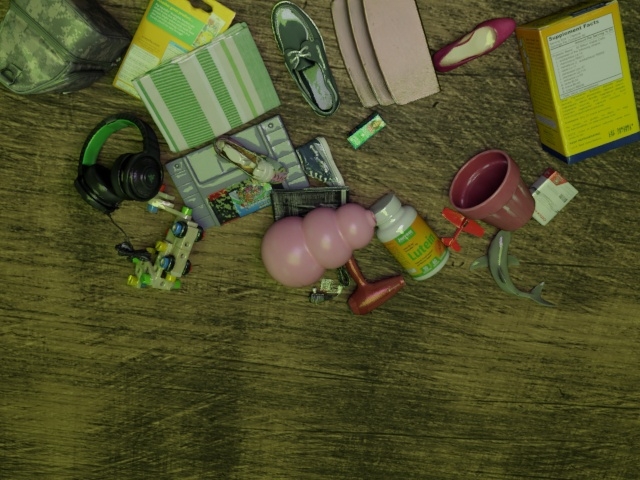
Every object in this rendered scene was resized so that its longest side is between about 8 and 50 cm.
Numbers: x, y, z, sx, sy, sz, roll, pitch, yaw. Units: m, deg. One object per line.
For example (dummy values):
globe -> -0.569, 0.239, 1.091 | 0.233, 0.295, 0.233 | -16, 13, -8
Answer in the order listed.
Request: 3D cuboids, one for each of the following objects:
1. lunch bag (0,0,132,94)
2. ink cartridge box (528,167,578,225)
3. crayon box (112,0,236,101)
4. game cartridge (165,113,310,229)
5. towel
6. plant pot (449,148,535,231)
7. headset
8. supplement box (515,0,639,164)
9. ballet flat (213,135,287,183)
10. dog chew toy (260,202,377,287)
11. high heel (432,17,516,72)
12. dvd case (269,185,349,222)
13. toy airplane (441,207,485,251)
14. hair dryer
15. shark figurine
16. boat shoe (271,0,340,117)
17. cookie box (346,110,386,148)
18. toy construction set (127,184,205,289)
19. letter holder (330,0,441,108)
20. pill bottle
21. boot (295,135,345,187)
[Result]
lunch bag -> -0.638, -0.473, 1.449 | 0.256, 0.305, 0.212 | -43, 102, 10
ink cartridge box -> 0.654, -0.127, 1.714 | 0.099, 0.056, 0.135 | 39, 105, -13
crayon box -> -0.377, -0.500, 1.552 | 0.203, 0.083, 0.323 | 29, 108, -11
game cartridge -> -0.231, -0.185, 1.686 | 0.355, 0.068, 0.230 | -22, 105, 7
towel -> -0.291, -0.389, 1.548 | 0.325, 0.038, 0.248 | -29, 129, -7
plant pot -> 0.493, -0.124, 1.654 | 0.180, 0.201, 0.201 | 33, 107, -28
headset -> -0.523, -0.143, 1.596 | 0.243, 0.185, 0.394 | -15, 70, 22
supplement box -> 0.662, -0.410, 1.537 | 0.194, 0.195, 0.356 | -19, 110, 6
ballet flat -> -0.193, -0.210, 1.605 | 0.221, 0.079, 0.077 | 29, 107, -11
dog chew toy -> 0.000, 0.000, 1.657 | 0.332, 0.206, 0.206 | -25, 109, 17
high heel -> 0.401, -0.509, 1.537 | 0.244, 0.117, 0.082 | -19, 109, 7
dvd case -> -0.028, -0.095, 1.695 | 0.221, 0.018, 0.164 | -2, 146, 1
toy airplane -> 0.412, -0.032, 1.763 | 0.151, 0.028, 0.151 | -1, 111, -2
hair dryer -> 0.115, 0.121, 1.790 | 0.293, 0.080, 0.223 | 10, 109, -4
shark figurine -> 0.567, 0.116, 1.777 | 0.166, 0.116, 0.278 | -34, 105, 13
boat shoe -> -0.034, -0.473, 1.557 | 0.116, 0.099, 0.319 | -23, 109, 8
cookie box -> 0.124, -0.304, 1.626 | 0.107, 0.092, 0.040 | -38, 104, 12
toy construction set -> -0.449, 0.002, 1.701 | 0.151, 0.215, 0.327 | -3, 110, -42
letter holder -> 0.157, -0.499, 1.524 | 0.214, 0.152, 0.302 | -18, 110, 8
pill bottle -> 0.247, -0.014, 1.710 | 0.136, 0.136, 0.245 | -39, 106, 13
boot -> 0.000, -0.191, 1.669 | 0.086, 0.069, 0.190 | -27, 101, -16
